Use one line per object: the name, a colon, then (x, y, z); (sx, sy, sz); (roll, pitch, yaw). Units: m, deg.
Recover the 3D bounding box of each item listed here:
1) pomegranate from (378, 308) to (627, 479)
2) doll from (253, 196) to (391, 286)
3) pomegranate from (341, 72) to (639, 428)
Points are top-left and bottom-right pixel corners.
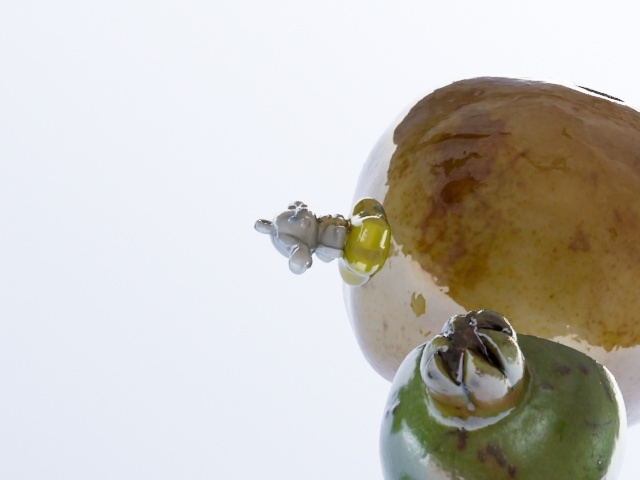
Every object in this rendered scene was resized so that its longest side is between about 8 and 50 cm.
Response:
pomegranate: (0.143, 0.161, 1.453); (0.190, 0.241, 0.159); (17, -127, -6)
doll: (0.000, -0.003, 1.604); (0.113, 0.071, 0.135); (0, -159, -27)
pomegranate: (0.200, 0.024, 1.893); (0.416, 0.417, 0.417); (18, -148, -11)
